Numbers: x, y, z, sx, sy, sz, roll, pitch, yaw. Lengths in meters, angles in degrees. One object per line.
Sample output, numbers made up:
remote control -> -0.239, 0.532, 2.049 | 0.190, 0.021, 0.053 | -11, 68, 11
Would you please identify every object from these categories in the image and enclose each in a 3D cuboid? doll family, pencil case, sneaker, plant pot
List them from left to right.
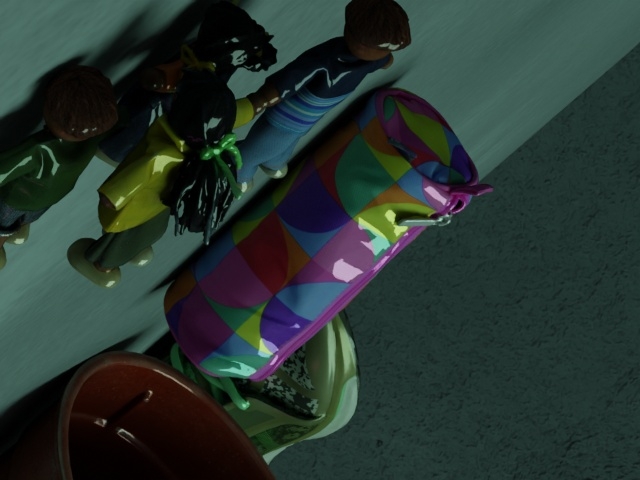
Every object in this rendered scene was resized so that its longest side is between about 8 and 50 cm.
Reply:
plant pot -> -0.190, 0.263, 1.404 | 0.265, 0.272, 0.272 | -33, 178, 23
sneaker -> -0.103, 0.138, 1.608 | 0.182, 0.158, 0.410 | -16, 157, -33
doll family -> -0.043, -0.045, 0.701 | 0.193, 0.076, 0.111 | -42, 174, -45
pencil case -> 0.000, 0.000, 1.268 | 0.236, 0.104, 0.104 | -41, 175, 27
